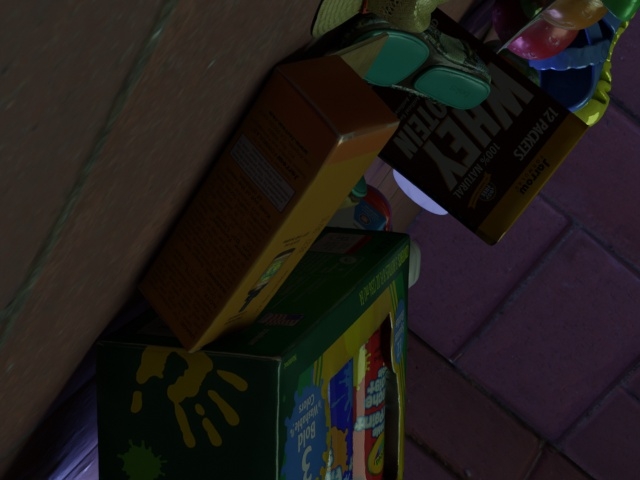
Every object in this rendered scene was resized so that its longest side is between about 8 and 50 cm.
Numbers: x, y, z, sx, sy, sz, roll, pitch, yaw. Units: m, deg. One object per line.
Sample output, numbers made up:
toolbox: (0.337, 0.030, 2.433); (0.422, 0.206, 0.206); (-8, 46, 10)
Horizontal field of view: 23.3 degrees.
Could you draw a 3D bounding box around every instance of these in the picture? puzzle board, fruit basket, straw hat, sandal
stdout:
puzzle board: (-0.008, -0.104, 1.169); (0.096, 0.011, 0.128); (-28, 163, -36)
fruit basket: (0.293, -0.320, 1.902); (0.353, 0.165, 0.327); (-35, -175, 36)
straw hat: (0.058, -0.177, 1.072); (0.144, 0.061, 0.144); (-51, 175, -6)
sandal: (0.362, -0.316, 2.154); (0.138, 0.126, 0.317); (41, 55, -54)

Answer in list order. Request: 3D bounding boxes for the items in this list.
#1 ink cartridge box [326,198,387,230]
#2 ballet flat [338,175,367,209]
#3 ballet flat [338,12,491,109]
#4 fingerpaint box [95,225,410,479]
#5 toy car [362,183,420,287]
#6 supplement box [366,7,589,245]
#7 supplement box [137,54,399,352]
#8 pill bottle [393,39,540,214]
ink cartridge box: (0.000, 0.000, 1.687); (0.122, 0.088, 0.052); (-49, 175, -26)
ballet flat: (-0.010, -0.060, 1.375); (0.073, 0.080, 0.232); (-24, 176, 7)
ballet flat: (0.067, -0.154, 1.244); (0.070, 0.070, 0.188); (-52, 145, 13)
fingerpaint box: (-0.040, 0.212, 1.416); (0.445, 0.163, 0.371); (-37, 129, -70)
toy car: (0.042, -0.003, 1.911); (0.182, 0.159, 0.136); (-11, 103, -82)
supplement box: (0.123, -0.105, 1.414); (0.129, 0.194, 0.191); (-52, 175, 2)
supplement box: (-0.043, -0.023, 1.126); (0.078, 0.080, 0.233); (-19, 150, -51)
pill bottle: (0.218, -0.159, 2.237); (0.246, 0.136, 0.136); (-50, 175, -17)
